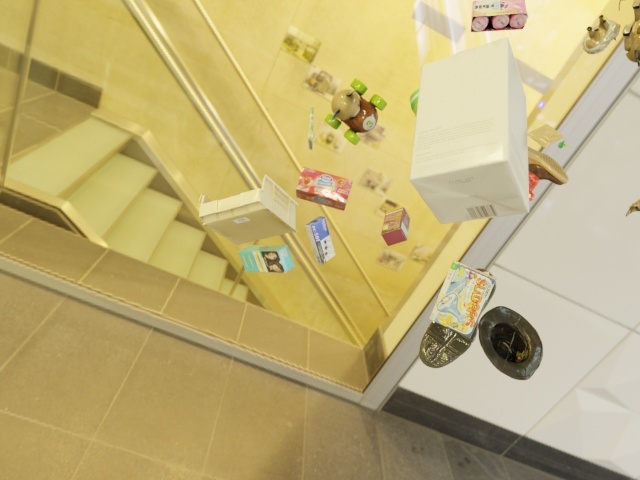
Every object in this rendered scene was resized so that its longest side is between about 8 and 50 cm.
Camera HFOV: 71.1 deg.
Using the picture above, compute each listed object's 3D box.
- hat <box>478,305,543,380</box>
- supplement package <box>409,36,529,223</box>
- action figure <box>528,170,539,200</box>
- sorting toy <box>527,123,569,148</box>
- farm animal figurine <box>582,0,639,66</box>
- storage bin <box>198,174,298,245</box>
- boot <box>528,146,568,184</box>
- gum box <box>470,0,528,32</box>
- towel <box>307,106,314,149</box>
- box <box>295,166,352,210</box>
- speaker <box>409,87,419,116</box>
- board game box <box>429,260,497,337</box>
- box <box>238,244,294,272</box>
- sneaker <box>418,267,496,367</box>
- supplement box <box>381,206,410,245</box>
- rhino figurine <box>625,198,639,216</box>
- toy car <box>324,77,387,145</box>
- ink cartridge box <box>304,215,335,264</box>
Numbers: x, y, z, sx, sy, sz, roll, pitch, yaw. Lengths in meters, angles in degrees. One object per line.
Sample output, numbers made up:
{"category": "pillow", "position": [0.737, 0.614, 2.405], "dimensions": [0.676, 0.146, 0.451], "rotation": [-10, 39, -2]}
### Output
{"category": "hat", "position": [0.808, 0.457, 1.982], "dimensions": [0.330, 0.134, 0.332], "rotation": [7, 68, -17]}
{"category": "supplement package", "position": [0.300, -0.208, 0.879], "dimensions": [0.175, 0.177, 0.293], "rotation": [40, 53, -45]}
{"category": "action figure", "position": [0.634, -0.259, 1.490], "dimensions": [0.138, 0.281, 0.091], "rotation": [-14, -6, -7]}
{"category": "sorting toy", "position": [0.515, -0.227, 1.008], "dimensions": [0.062, 0.012, 0.083], "rotation": [-24, 51, -8]}
{"category": "farm animal figurine", "position": [1.023, -0.663, 1.331], "dimensions": [0.172, 0.327, 0.330], "rotation": [32, 6, -45]}
{"category": "storage bin", "position": [-0.252, -0.102, 1.589], "dimensions": [0.260, 0.262, 0.123], "rotation": [41, 42, -57]}
{"category": "boot", "position": [0.738, -0.230, 1.634], "dimensions": [0.248, 0.207, 0.090], "rotation": [34, 44, 3]}
{"category": "gum box", "position": [0.636, -0.802, 1.592], "dimensions": [0.188, 0.062, 0.107], "rotation": [4, 55, 15]}
{"category": "towel", "position": [-0.040, -0.479, 1.923], "dimensions": [0.023, 0.152, 0.113], "rotation": [3, -10, 0]}
{"category": "box", "position": [0.017, -0.252, 2.187], "dimensions": [0.256, 0.128, 0.123], "rotation": [17, -15, 2]}
{"category": "speaker", "position": [0.454, -0.459, 1.761], "dimensions": [0.131, 0.131, 0.297], "rotation": [2, 63, -46]}
{"category": "board game box", "position": [0.437, 0.180, 1.380], "dimensions": [0.136, 0.201, 0.035], "rotation": [24, 17, 23]}
{"category": "box", "position": [-0.225, 0.075, 1.839], "dimensions": [0.244, 0.101, 0.060], "rotation": [-2, 24, 41]}
{"category": "sneaker", "position": [0.530, 0.327, 1.826], "dimensions": [0.169, 0.448, 0.257], "rotation": [37, -14, 5]}
{"category": "supplement box", "position": [0.367, -0.070, 2.173], "dimensions": [0.081, 0.104, 0.188], "rotation": [56, 33, -26]}
{"category": "rhino figurine", "position": [1.149, -0.164, 1.523], "dimensions": [0.073, 0.243, 0.106], "rotation": [45, 30, 2]}
{"category": "toy car", "position": [0.088, -0.375, 1.273], "dimensions": [0.149, 0.155, 0.188], "rotation": [40, 15, 5]}
{"category": "ink cartridge box", "position": [0.000, 0.000, 2.101], "dimensions": [0.097, 0.207, 0.046], "rotation": [-34, 29, -33]}
